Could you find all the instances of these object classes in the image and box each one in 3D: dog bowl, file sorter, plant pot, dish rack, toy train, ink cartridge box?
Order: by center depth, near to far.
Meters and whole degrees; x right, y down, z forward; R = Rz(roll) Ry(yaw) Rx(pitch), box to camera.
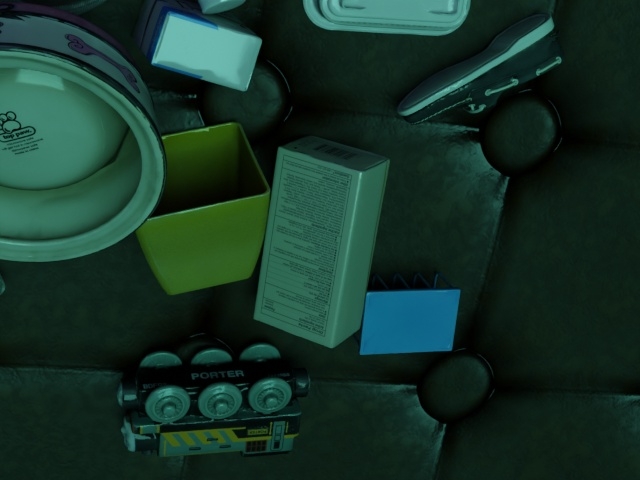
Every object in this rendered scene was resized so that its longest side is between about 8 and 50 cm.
[{"bbox_3d":[-0.414,-0.155,1.723,0.408,0.150,0.408,-1,138,-1],"label":"dog bowl"},{"bbox_3d":[-0.187,-0.301,1.841,0.148,0.203,0.086,13,107,-22],"label":"ink cartridge box"},{"bbox_3d":[0.129,-0.482,1.934,0.285,0.072,0.333,1,111,-16],"label":"dish rack"},{"bbox_3d":[-0.199,-0.039,1.960,0.212,0.212,0.187,-12,130,-11],"label":"plant pot"},{"bbox_3d":[-0.184,0.289,2.138,0.334,0.142,0.190,-3,123,-15],"label":"toy train"},{"bbox_3d":[0.141,0.122,2.174,0.170,0.104,0.118,-1,112,-17],"label":"file sorter"}]

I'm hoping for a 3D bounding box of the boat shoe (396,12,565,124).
[{"bbox_3d":[0.271,-0.262,2.044,0.302,0.114,0.091,-30,112,-2],"label":"boat shoe"}]

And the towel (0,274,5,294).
[{"bbox_3d":[-0.604,0.046,1.779,0.090,0.374,0.320,-17,119,14],"label":"towel"}]

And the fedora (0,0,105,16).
[{"bbox_3d":[-0.384,-0.440,1.749,0.275,0.124,0.244,-27,136,-19],"label":"fedora"}]

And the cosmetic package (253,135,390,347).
[{"bbox_3d":[0.000,0.000,2.037,0.160,0.113,0.309,20,114,23],"label":"cosmetic package"}]

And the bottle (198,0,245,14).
[{"bbox_3d":[-0.180,-0.468,1.774,0.118,0.092,0.283,-18,90,-19],"label":"bottle"}]
